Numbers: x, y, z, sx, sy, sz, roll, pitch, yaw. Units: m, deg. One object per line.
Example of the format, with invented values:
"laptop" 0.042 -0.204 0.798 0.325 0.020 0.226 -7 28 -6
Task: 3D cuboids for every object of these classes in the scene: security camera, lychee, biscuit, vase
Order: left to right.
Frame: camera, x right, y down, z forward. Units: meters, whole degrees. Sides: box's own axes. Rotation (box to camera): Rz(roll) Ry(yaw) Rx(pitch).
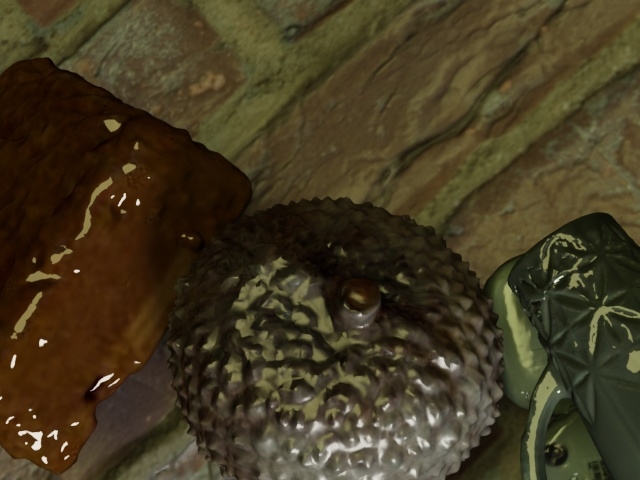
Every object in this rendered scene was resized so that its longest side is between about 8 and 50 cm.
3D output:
"biscuit" -0.286 -0.003 1.133 0.395 0.166 0.343 25 83 49
"lychee" 0.011 0.109 0.985 0.300 0.300 0.300 -6 70 18
"security camera" 0.238 0.151 1.008 0.157 0.080 0.302 -11 79 0
"vase" 0.258 0.131 0.891 0.251 0.156 0.301 -35 67 11
